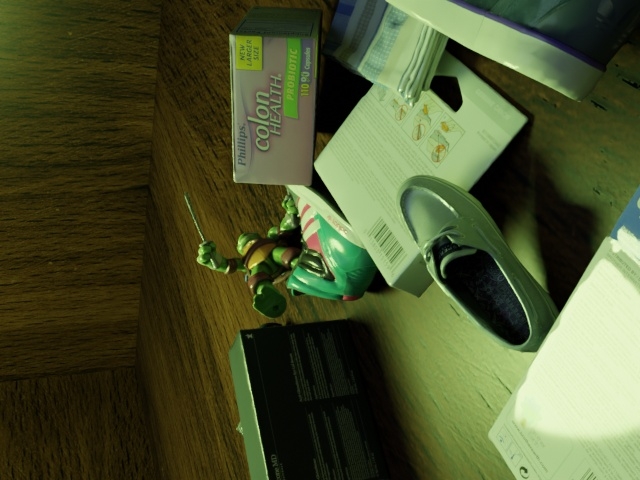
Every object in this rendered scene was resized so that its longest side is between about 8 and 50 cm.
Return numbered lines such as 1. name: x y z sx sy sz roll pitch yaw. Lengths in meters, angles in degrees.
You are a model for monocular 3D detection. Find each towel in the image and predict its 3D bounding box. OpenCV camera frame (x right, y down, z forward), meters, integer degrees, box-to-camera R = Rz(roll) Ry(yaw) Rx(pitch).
1. towel: 0.090 -0.307 0.856 0.285 0.034 0.209 50 124 56

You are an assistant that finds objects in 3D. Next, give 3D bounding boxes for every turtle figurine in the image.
1. turtle figurine: -0.119 -0.001 1.205 0.266 0.197 0.275 42 133 53

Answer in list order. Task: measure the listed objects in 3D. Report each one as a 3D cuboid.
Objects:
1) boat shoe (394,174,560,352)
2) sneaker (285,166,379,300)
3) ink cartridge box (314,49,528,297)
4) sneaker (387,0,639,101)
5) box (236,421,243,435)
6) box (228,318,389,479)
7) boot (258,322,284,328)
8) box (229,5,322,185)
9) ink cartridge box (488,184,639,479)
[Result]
1. boat shoe: 0.147 0.016 0.663 0.079 0.081 0.227 -48 65 22
2. sneaker: 0.000 0.000 1.036 0.295 0.123 0.178 50 127 53
3. ink cartridge box: 0.119 -0.107 0.827 0.239 0.060 0.275 -52 40 20
4. sneaker: 0.185 -0.283 0.577 0.236 0.130 0.323 -63 34 22
5. box: -0.054 0.346 1.166 0.184 0.045 0.191 41 138 12
6. box: -0.026 0.267 1.029 0.103 0.184 0.261 123 139 -52
7. boot: -0.071 0.276 1.237 0.207 0.094 0.246 174 100 -70
8. box: -0.061 -0.230 1.017 0.243 0.117 0.214 -84 -3 -62
9. ink cartridge box: 0.256 0.131 0.528 0.186 0.065 0.311 -119 33 -46
